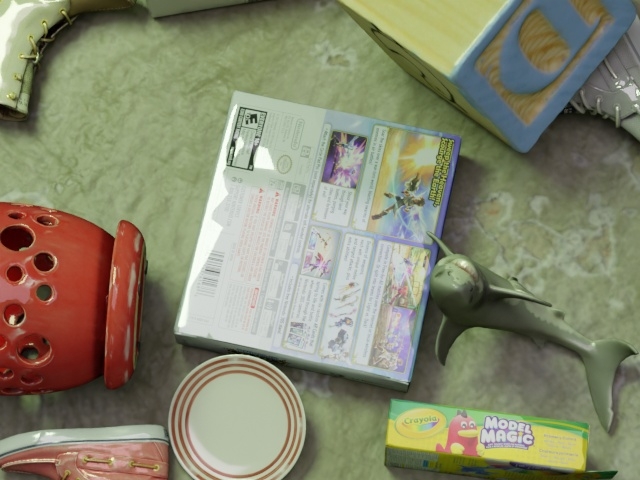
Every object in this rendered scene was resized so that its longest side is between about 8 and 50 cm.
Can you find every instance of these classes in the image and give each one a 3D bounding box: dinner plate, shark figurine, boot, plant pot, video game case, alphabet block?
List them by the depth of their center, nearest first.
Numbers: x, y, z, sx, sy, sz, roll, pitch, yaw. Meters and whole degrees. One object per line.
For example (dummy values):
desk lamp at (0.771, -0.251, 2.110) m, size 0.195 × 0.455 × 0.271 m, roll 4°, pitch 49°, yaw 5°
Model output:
plant pot at (-0.263, 0.063, 1.799) m, size 0.174 × 0.191 × 0.191 m, roll 6°, pitch 74°, yaw -2°
shark figurine at (0.175, 0.089, 1.812) m, size 0.278 × 0.166 × 0.116 m, roll 28°, pitch 96°, yaw -34°
alphabet block at (0.163, -0.240, 1.826) m, size 0.193 × 0.192 × 0.197 m, roll -50°, pitch 52°, yaw 0°
dinner plate at (-0.083, 0.185, 1.833) m, size 0.141 × 0.017 × 0.141 m, roll 0°, pitch 88°, yaw 8°
video game case at (0.000, 0.000, 1.873) m, size 0.244 × 0.061 × 0.270 m, roll 12°, pitch 75°, yaw 5°
boot at (0.300, -0.148, 1.901) m, size 0.123 × 0.095 × 0.258 m, roll -23°, pitch 66°, yaw 1°
boot at (-0.300, -0.209, 1.934) m, size 0.213 × 0.077 × 0.165 m, roll 0°, pitch 73°, yaw 7°

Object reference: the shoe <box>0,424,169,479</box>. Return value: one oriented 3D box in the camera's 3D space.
shoe at (-0.237, 0.233, 1.812) m, size 0.178 × 0.063 × 0.081 m, roll -4°, pitch 69°, yaw -4°

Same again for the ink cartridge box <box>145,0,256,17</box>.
ink cartridge box at (-0.066, -0.371, 1.952) m, size 0.283 × 0.117 × 0.207 m, roll -9°, pitch 74°, yaw -1°

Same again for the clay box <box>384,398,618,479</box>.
clay box at (0.174, 0.201, 1.777) m, size 0.222 × 0.127 × 0.053 m, roll 6°, pitch 75°, yaw 3°
